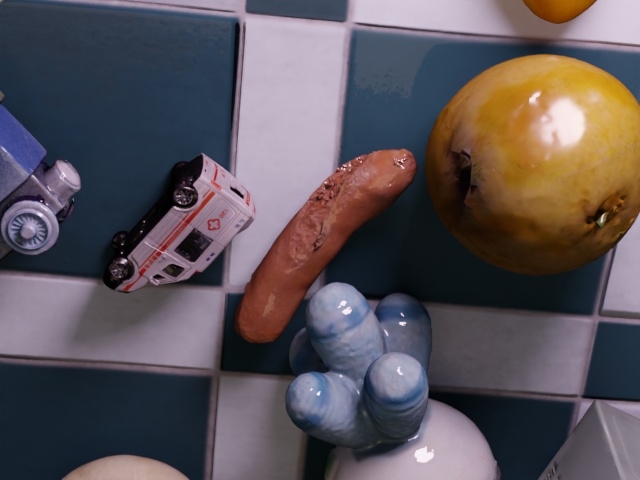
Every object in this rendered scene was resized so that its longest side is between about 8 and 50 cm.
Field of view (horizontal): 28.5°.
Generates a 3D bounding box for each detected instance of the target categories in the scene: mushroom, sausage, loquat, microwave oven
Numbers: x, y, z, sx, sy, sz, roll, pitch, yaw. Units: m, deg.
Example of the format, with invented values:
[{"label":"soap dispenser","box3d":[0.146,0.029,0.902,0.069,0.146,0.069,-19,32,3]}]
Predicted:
[{"label":"mushroom","box3d":[-0.266,0.418,1.719,0.246,0.202,0.246,-5,119,-10]},{"label":"sausage","box3d":[-0.002,-0.001,1.590,0.087,0.079,0.326,41,110,3]},{"label":"loquat","box3d":[0.256,-0.088,1.474,0.263,0.263,0.263,0,115,-1]},{"label":"microwave oven","box3d":[0.465,0.389,1.693,0.295,0.237,0.181,24,114,-12]}]

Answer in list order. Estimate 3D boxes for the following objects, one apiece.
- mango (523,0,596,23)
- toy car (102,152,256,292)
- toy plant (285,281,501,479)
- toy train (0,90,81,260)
[{"label":"mango","box3d":[0.273,-0.346,1.419,0.145,0.112,0.219,-6,127,2]},{"label":"toy car","box3d":[-0.179,-0.005,1.581,0.108,0.089,0.209,38,106,-22]},{"label":"toy plant","box3d":[0.072,0.202,1.612,0.247,0.247,0.332,-21,112,9]},{"label":"toy train","box3d":[-0.445,-0.034,1.539,0.300,0.131,0.202,-37,109,15]}]
